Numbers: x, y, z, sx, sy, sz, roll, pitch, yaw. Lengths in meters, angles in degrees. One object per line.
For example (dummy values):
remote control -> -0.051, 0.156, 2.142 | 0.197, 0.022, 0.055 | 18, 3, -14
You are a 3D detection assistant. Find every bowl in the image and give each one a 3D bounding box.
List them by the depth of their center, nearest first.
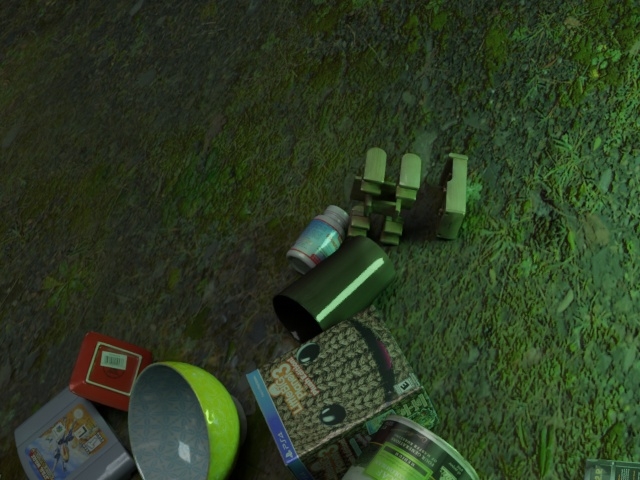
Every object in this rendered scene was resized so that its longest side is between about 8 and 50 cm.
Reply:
bowl -> -0.240, 0.372, 1.890 | 0.156, 0.290, 0.289 | -6, 29, -42

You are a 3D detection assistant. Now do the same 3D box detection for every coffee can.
coffee can -> 0.115, 0.468, 1.643 | 0.201, 0.202, 0.275 | 24, 64, 37

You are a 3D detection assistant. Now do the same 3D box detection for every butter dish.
butter dish -> -0.467, 0.305, 2.104 | 0.160, 0.118, 0.160 | 20, 52, -14

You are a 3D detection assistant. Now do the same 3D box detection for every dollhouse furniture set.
dollhouse furniture set -> 0.191, -0.113, 2.104 | 0.241, 0.212, 0.161 | 10, 54, -2

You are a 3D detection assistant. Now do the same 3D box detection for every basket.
basket -> 0.036, 0.105, 2.019 | 0.227, 0.154, 0.204 | -40, 4, -22

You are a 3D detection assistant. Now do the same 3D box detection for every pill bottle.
pill bottle -> 0.000, 0.000, 2.168 | 0.087, 0.087, 0.160 | 20, 63, 35

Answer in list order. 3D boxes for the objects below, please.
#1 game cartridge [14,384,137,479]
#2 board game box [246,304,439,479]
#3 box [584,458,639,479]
game cartridge -> -0.534, 0.450, 2.047 | 0.198, 0.062, 0.297 | -38, 47, -15
board game box -> 0.041, 0.306, 1.853 | 0.291, 0.141, 0.232 | -30, 47, -2
box -> 0.516, 0.477, 1.558 | 0.183, 0.056, 0.231 | -2, 52, 25
